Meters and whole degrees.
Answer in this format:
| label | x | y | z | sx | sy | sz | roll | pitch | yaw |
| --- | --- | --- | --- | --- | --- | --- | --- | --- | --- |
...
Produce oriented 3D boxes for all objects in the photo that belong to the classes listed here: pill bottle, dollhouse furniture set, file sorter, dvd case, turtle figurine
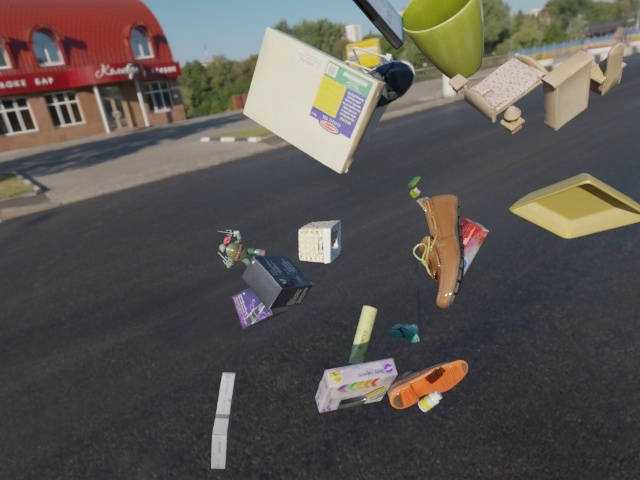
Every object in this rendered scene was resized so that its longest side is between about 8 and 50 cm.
| label | x | y | z | sx | sy | sz | roll | pitch | yaw |
| --- | --- | --- | --- | --- | --- | --- | --- | --- | --- |
| pill bottle | 0.390 | 0.569 | 1.584 | 0.083 | 0.043 | 0.043 | -45 | 9 | 20 |
| dollhouse furniture set | 0.574 | -0.489 | 1.234 | 0.303 | 0.174 | 0.355 | -36 | 53 | 3 |
| file sorter | 0.146 | -0.550 | 1.678 | 0.173 | 0.277 | 0.193 | 29 | 0 | 22 |
| dvd case | 0.071 | -0.488 | 0.848 | 0.022 | 0.253 | 0.180 | -35 | 27 | 32 |
| turtle figurine | -0.377 | 0.055 | 2.027 | 0.234 | 0.175 | 0.118 | 23 | 6 | -16 |
| dollhouse furniture set | 0.463 | -0.213 | 2.025 | 0.058 | 0.151 | 0.076 | -46 | 13 | -22 |

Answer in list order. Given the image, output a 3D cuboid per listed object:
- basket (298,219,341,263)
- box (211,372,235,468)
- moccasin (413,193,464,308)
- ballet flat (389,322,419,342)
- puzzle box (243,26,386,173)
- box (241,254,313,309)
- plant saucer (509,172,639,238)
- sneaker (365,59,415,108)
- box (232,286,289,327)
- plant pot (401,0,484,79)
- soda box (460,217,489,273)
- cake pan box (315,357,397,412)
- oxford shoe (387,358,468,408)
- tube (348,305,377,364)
| label | x | y | z | sx | sy | sz | roll | pitch | yaw |
| --- | --- | --- | --- | --- | --- | --- | --- | --- | --- |
| basket | 0.000 | 0.000 | 1.411 | 0.103 | 0.113 | 0.167 | 2 | 11 | 13 |
| box | -0.252 | 0.465 | 1.161 | 0.038 | 0.145 | 0.186 | 5 | 32 | -8 |
| moccasin | 0.360 | 0.024 | 1.365 | 0.147 | 0.139 | 0.379 | -3 | 65 | 14 |
| ballet flat | 0.434 | 0.447 | 2.219 | 0.087 | 0.083 | 0.247 | -35 | 7 | -20 |
| puzzle box | -0.036 | -0.406 | 1.292 | 0.409 | 0.271 | 0.052 | 36 | 30 | 22 |
| box | -0.139 | 0.130 | 1.441 | 0.156 | 0.093 | 0.158 | 45 | 25 | 28 |
| plant saucer | 0.938 | -0.131 | 1.633 | 0.333 | 0.080 | 0.333 | 22 | -20 | -19 |
| sneaker | 0.143 | -0.459 | 1.405 | 0.322 | 0.126 | 0.127 | -19 | 23 | 22 |
| box | -0.257 | 0.267 | 1.906 | 0.207 | 0.153 | 0.108 | -31 | -14 | 36 |
| plant pot | 0.478 | -0.737 | 1.617 | 0.275 | 0.293 | 0.274 | -21 | 48 | 26 |
| soda box | 0.588 | 0.044 | 1.865 | 0.092 | 0.263 | 0.083 | 19 | 20 | -11 |
| cake pan box | 0.118 | 0.511 | 1.562 | 0.246 | 0.266 | 0.070 | -4 | 52 | -14 |
| oxford shoe | 0.453 | 0.587 | 1.930 | 0.364 | 0.129 | 0.132 | -23 | 20 | 2 |
| tube | 0.173 | 0.386 | 1.805 | 0.070 | 0.239 | 0.062 | 19 | -15 | -4 |
